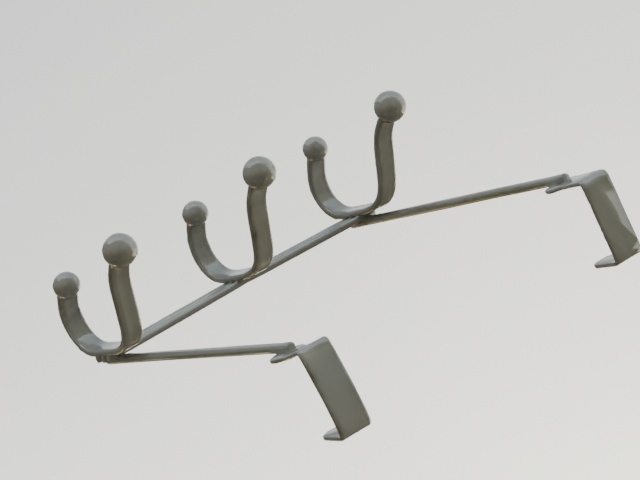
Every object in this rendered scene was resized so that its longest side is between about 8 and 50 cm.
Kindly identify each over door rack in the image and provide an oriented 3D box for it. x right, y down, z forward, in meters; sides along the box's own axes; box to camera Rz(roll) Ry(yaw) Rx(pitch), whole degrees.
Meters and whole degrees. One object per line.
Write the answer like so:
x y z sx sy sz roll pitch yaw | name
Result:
0.000 0.000 1.196 0.324 0.239 0.108 9 -56 56 | over door rack
